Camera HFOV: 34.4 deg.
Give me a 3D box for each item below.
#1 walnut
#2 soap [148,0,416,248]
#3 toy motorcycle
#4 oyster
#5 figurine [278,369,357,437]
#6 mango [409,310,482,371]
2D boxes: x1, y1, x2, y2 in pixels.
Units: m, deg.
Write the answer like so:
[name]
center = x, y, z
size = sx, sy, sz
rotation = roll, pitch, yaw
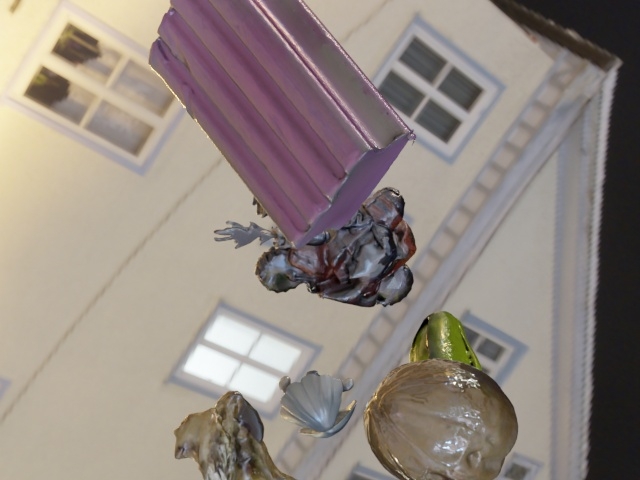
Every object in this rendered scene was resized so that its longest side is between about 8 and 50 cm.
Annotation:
[walnut]
center = 0.123, 0.190, 1.059
size = 0.140, 0.162, 0.140
rotation = -17, -115, 42
[soap]
center = -0.035, -0.108, 0.757
size = 0.203, 0.065, 0.122
rotation = 53, -42, 15
[toy motorcycle]
center = 0.000, 0.000, 1.578
size = 0.207, 0.400, 0.134
rotation = -65, -146, 26
[oyster]
center = -0.070, 0.336, 1.185
size = 0.197, 0.337, 0.133
rotation = -34, -156, -15
[figurine]
center = -0.001, 0.194, 1.260
size = 0.094, 0.086, 0.082
rotation = -30, -171, 6
[mango]
center = 0.156, 0.156, 1.289
size = 0.165, 0.091, 0.074
rotation = -83, -163, -53
